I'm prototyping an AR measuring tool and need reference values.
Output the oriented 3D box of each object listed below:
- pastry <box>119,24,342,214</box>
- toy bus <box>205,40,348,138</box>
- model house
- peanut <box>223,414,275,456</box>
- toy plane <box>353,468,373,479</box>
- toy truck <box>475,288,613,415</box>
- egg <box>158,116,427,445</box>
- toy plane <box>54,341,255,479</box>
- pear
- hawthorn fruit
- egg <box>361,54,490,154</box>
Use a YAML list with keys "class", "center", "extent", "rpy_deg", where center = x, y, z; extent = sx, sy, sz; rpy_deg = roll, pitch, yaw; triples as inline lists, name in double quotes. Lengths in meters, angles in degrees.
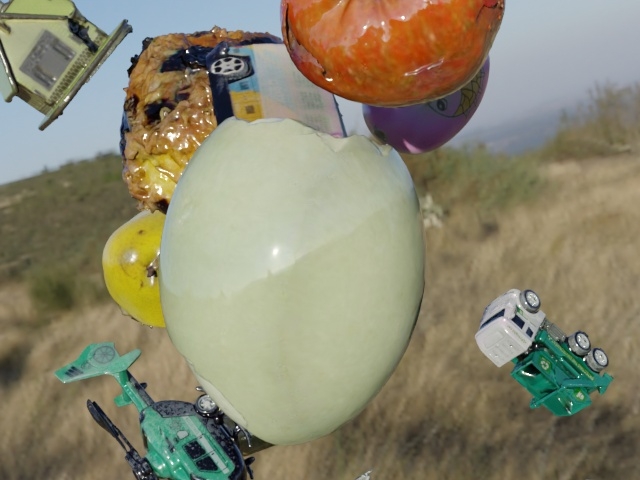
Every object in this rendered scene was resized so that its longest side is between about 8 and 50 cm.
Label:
- class: "pastry"
  center: [-0.171, -0.196, 1.942]
  extent: [0.337, 0.292, 0.405]
  rpy_deg: [25, 47, 15]
- class: "toy bus"
  center: [-0.044, -0.112, 1.527]
  extent: [0.162, 0.171, 0.386]
  rpy_deg: [-11, 39, -3]
- class: "model house"
  center: [-0.476, -0.336, 1.859]
  extent: [0.205, 0.279, 0.218]
  rpy_deg: [-56, 17, -15]
- class: "peanut"
  center: [-0.112, 0.307, 1.947]
  extent: [0.194, 0.093, 0.083]
  rpy_deg: [-15, 24, 0]
- class: "toy plane"
  center: [0.141, 0.524, 1.987]
  extent: [0.273, 0.107, 0.182]
  rpy_deg: [27, 37, 15]
- class: "toy truck"
  center: [0.340, 0.184, 1.820]
  extent: [0.110, 0.216, 0.116]
  rpy_deg: [-42, 8, 43]
- class: "egg"
  center: [-0.032, 0.044, 1.229]
  extent: [0.278, 0.336, 0.278]
  rpy_deg: [10, 5, -1]
- class: "toy plane"
  center: [-0.215, 0.265, 1.643]
  extent: [0.155, 0.381, 0.106]
  rpy_deg: [-29, -32, -25]
- class: "pear"
  center: [-0.308, 0.037, 2.162]
  extent: [0.267, 0.267, 0.178]
  rpy_deg: [-14, -13, 15]
- class: "hawthorn fruit"
  center: [0.098, -0.288, 1.446]
  extent: [0.276, 0.276, 0.307]
  rpy_deg: [-14, -3, 14]
- class: "egg"
  center: [0.189, -0.274, 2.094]
  extent: [0.196, 0.196, 0.271]
  rpy_deg: [-11, 43, 53]
